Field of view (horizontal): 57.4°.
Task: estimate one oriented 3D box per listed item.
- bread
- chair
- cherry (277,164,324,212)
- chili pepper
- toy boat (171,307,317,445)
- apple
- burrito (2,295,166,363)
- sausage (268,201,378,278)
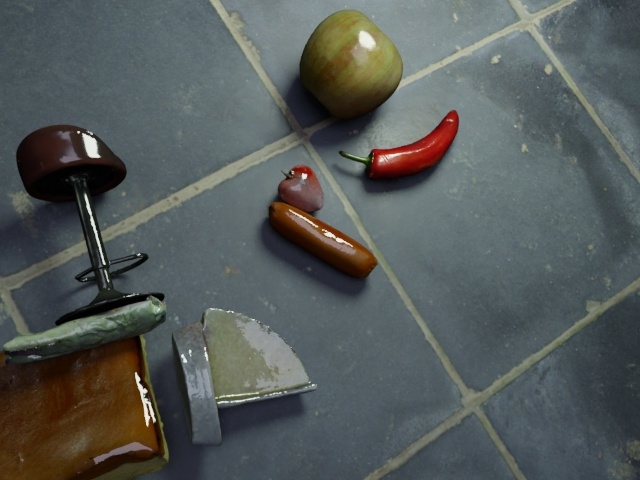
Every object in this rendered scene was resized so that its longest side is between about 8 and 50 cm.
[{"bbox_3d":[-0.493,0.345,1.173,0.333,0.143,0.323,-18,59,-15],"label":"bread"},{"bbox_3d":[-0.499,-0.032,1.265,0.227,0.226,0.401,-16,79,-14],"label":"chair"},{"bbox_3d":[-0.052,-0.124,1.444,0.106,0.087,0.126,-26,99,-22],"label":"cherry"},{"bbox_3d":[0.236,-0.236,1.536,0.368,0.092,0.137,-22,61,-22],"label":"chili pepper"},{"bbox_3d":[-0.202,0.283,1.309,0.293,0.111,0.276,-25,80,-28],"label":"toy boat"},{"bbox_3d":[0.075,-0.436,1.477,0.257,0.257,0.234,43,105,3],"label":"apple"},{"bbox_3d":[-0.456,0.179,1.153,0.309,0.096,0.066,-15,75,-19],"label":"burrito"},{"bbox_3d":[0.000,0.000,1.419,0.300,0.089,0.083,29,79,-2],"label":"sausage"}]
